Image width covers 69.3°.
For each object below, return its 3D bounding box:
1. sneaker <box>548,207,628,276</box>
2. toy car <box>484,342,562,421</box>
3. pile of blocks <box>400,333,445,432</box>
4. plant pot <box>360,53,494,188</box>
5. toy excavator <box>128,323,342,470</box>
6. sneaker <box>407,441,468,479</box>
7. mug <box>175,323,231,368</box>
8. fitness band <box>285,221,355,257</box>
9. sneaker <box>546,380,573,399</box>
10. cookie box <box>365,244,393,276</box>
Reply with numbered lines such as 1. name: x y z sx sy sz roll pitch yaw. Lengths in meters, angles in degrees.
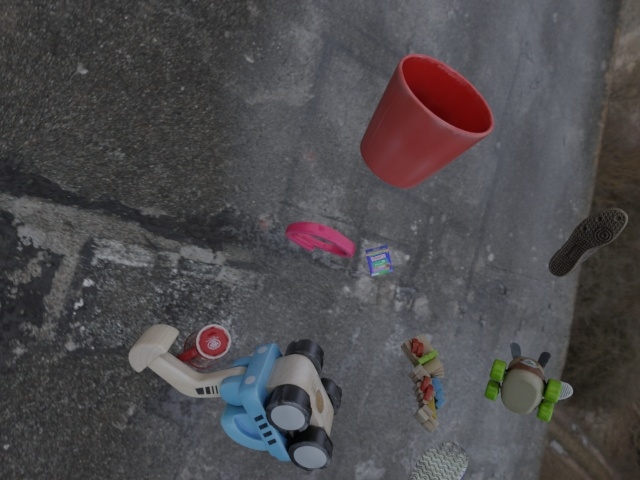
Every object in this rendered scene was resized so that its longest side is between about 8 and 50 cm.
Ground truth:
1. sneaker: 0.560 -0.001 0.977 0.071 0.066 0.188 -19 152 -49
2. toy car: 0.528 0.334 1.186 0.188 0.155 0.148 -45 143 -45
3. pile of blocks: 0.403 0.511 1.713 0.149 0.112 0.361 -4 61 -4
4. plant pot: 0.239 -0.276 1.147 0.275 0.243 0.274 17 50 -22
5. toy excavator: -0.216 0.386 1.187 0.222 0.446 0.432 -72 144 -60
6. sneaker: 0.267 0.652 1.195 0.293 0.102 0.146 -42 147 -18
7. mug: -0.316 0.301 1.260 0.113 0.169 0.150 39 60 -7
8. fitness band: 0.000 0.000 1.658 0.291 0.209 0.054 31 71 -50
9. sneaker: 0.634 0.419 1.299 0.070 0.134 0.050 8 65 -60
10. cookie box: 0.233 0.080 1.837 0.092 0.040 0.107 -14 117 6
